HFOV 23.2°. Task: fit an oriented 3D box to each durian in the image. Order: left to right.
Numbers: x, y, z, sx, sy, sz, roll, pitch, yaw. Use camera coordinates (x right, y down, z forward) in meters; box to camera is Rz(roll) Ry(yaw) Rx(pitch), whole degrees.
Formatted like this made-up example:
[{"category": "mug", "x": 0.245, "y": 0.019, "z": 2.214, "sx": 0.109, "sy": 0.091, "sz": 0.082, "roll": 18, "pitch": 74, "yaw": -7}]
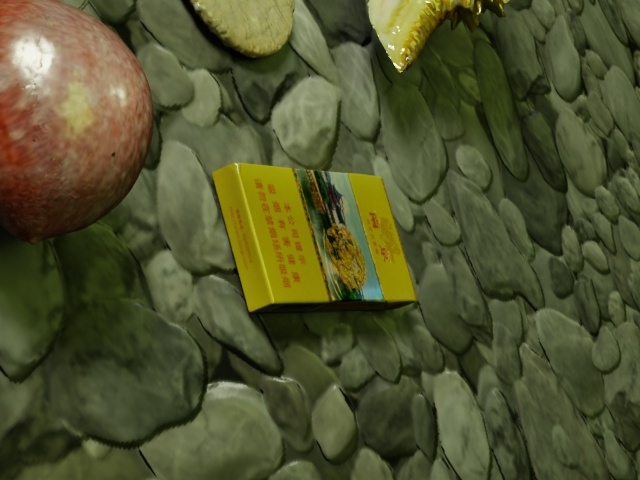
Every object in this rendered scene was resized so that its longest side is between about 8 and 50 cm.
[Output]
[{"category": "durian", "x": 0.082, "y": -0.180, "z": 1.109, "sx": 0.140, "sy": 0.078, "sz": 0.224, "roll": 19, "pitch": 53, "yaw": 7}]

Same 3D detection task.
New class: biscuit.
[{"category": "biscuit", "x": -0.055, "y": -0.167, "z": 0.965, "sx": 0.120, "sy": 0.015, "sz": 0.120, "roll": 34, "pitch": 44, "yaw": -40}]

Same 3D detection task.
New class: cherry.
[{"category": "cherry", "x": -0.130, "y": -0.099, "z": 0.746, "sx": 0.107, "sy": 0.090, "sz": 0.225, "roll": 23, "pitch": 50, "yaw": -39}]

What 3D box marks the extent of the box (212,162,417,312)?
[{"category": "box", "x": 0.000, "y": 0.000, "z": 0.934, "sx": 0.155, "sy": 0.023, "sz": 0.086, "roll": 2, "pitch": 66, "yaw": -55}]
